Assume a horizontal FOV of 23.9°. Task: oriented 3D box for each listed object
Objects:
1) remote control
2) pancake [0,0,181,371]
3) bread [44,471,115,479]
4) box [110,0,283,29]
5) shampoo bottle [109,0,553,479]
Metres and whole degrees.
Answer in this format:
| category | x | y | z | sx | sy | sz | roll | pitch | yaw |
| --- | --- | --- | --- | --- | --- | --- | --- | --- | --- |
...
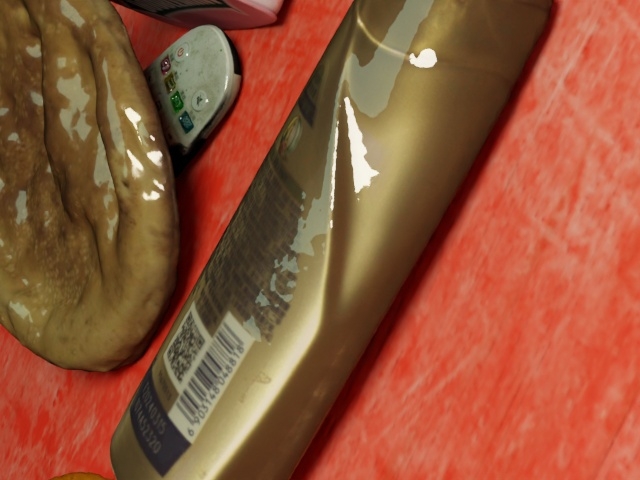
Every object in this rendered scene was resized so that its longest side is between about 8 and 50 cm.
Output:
| category | x | y | z | sx | sy | sz | roll | pitch | yaw |
| --- | --- | --- | --- | --- | --- | --- | --- | --- | --- |
| remote control | -0.134 | -0.054 | 1.093 | 0.256 | 0.045 | 0.097 | -44 | 52 | 34 |
| pancake | -0.189 | -0.044 | 1.068 | 0.294 | 0.049 | 0.294 | 9 | 102 | 48 |
| bread | -0.185 | 0.256 | 0.916 | 0.129 | 0.134 | 0.260 | -27 | 52 | 50 |
| box | -0.045 | -0.335 | 1.041 | 0.190 | 0.112 | 0.369 | 14 | 85 | 61 |
| shampoo bottle | 0.000 | 0.000 | 0.797 | 0.350 | 0.084 | 0.125 | -61 | 34 | 17 |
